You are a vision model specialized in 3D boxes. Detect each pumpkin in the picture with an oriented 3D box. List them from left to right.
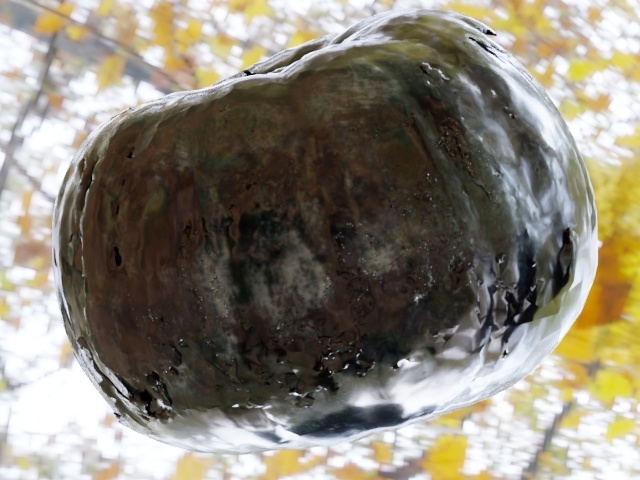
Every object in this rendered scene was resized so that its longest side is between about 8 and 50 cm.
[{"bbox_3d":[0.000,0.000,0.796,0.233,0.233,0.163,-16,-84,26],"label":"pumpkin"}]
